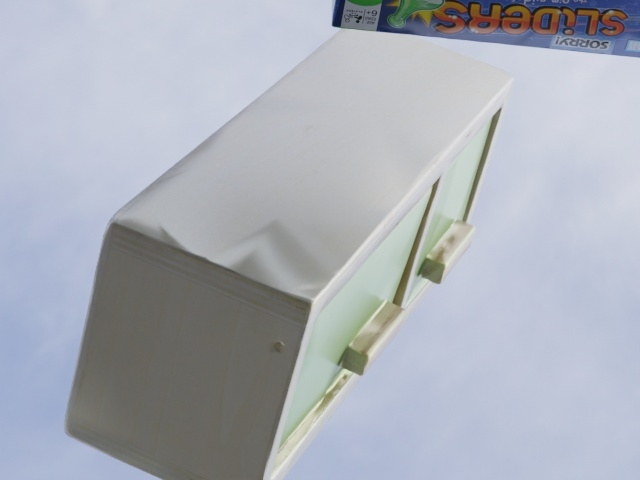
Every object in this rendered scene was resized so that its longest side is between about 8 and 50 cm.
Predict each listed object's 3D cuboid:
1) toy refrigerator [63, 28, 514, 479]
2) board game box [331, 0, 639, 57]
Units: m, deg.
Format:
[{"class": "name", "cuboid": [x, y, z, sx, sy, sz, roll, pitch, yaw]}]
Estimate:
[{"class": "toy refrigerator", "cuboid": [0.000, 0.000, 0.825, 0.094, 0.269, 0.102, 22, -62, 12]}, {"class": "board game box", "cuboid": [0.074, -0.163, 0.798, 0.136, 0.201, 0.035, 6, -41, -4]}]
